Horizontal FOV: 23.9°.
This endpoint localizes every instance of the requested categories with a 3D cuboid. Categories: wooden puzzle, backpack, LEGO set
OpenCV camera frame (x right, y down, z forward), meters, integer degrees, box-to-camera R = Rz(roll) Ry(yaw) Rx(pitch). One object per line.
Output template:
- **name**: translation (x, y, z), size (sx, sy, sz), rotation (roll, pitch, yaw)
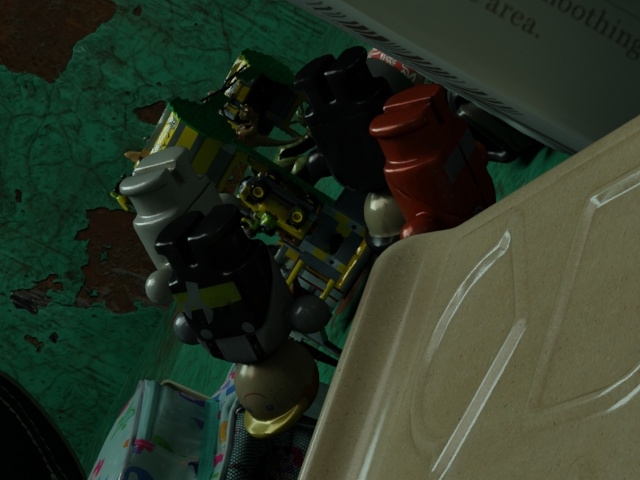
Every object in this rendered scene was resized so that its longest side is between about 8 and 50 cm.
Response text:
- **wooden puzzle**: translation (0.094, 0.104, 0.605), size (0.348, 0.080, 0.322), rotation (-28, 38, 59)
- **backpack**: translation (-0.060, 0.192, 0.943), size (0.253, 0.191, 0.225), rotation (-70, 3, -66)
- **LEGO set**: translation (-0.055, -0.015, 1.331), size (0.192, 0.255, 0.331), rotation (-59, 6, 21)

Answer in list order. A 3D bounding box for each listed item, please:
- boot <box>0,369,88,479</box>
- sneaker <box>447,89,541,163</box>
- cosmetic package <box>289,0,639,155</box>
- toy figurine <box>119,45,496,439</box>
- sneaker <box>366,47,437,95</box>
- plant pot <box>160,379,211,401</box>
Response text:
- **boot**: translation (-0.224, 0.286, 1.215), size (0.138, 0.377, 0.284), rotation (-19, 6, -13)
- **sneaker**: translation (0.155, -0.144, 1.049), size (0.130, 0.087, 0.227), rotation (-79, 16, -56)
- **cosmetic package**: translation (0.125, -0.279, 0.825), size (0.394, 0.329, 0.327), rotation (-60, 8, 6)
- **toy figurine**: translation (0.000, 0.000, 0.903), size (0.209, 0.148, 0.213), rotation (-31, 24, -9)
- **sneaker**: translation (0.086, -0.158, 1.491), size (0.145, 0.090, 0.270), rotation (-49, -2, -11)
- **plant pot**: translation (-0.132, 0.222, 1.521), size (0.096, 0.109, 0.109), rotation (109, -176, -64)
